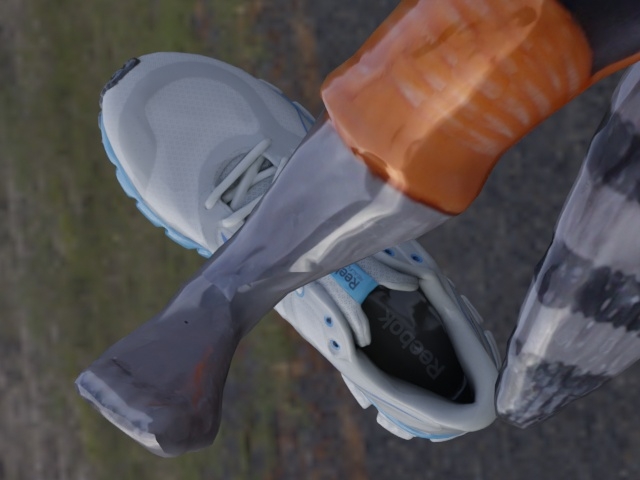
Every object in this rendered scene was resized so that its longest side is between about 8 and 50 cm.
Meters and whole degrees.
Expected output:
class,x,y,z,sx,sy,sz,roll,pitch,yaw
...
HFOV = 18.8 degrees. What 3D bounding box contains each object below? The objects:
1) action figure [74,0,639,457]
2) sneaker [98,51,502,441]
class,x,y,z,sx,sy,sz,roll,pitch,yaw
action figure,0.067,-0.109,0.350,0.178,0.341,0.330,-50,-18,-81
sneaker,0.000,0.000,0.694,0.071,0.191,0.083,-49,5,-3
